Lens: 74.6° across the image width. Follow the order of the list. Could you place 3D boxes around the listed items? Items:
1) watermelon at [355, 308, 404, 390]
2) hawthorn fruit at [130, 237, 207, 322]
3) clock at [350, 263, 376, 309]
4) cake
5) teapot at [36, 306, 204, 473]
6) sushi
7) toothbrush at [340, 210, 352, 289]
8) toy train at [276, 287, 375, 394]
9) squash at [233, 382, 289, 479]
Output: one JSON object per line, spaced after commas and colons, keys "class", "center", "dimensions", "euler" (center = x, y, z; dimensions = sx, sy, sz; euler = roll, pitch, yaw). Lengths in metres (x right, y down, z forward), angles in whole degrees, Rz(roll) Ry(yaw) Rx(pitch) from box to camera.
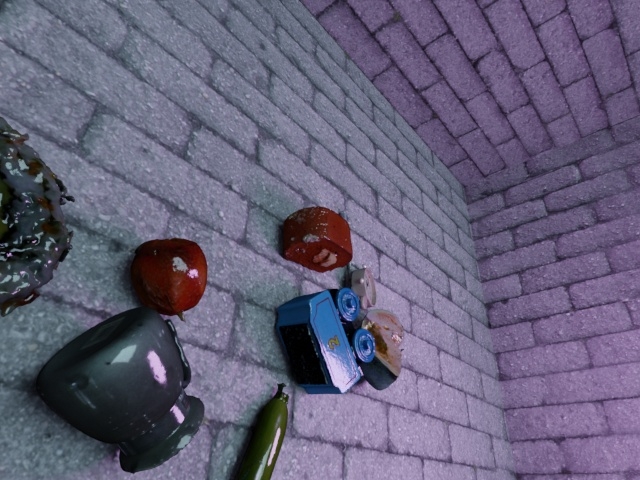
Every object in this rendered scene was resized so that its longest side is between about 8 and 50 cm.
{"class": "watermelon", "center": [0.178, 0.382, 1.481], "dimensions": [0.175, 0.188, 0.322], "euler": [34, 23, 2]}
{"class": "hawthorn fruit", "center": [-0.342, 0.078, 0.944], "dimensions": [0.174, 0.174, 0.178], "euler": [3, 113, -52]}
{"class": "clock", "center": [0.163, 0.182, 1.609], "dimensions": [0.229, 0.063, 0.155], "euler": [-72, 144, -56]}
{"class": "cake", "center": [0.000, 0.000, 1.424], "dimensions": [0.283, 0.177, 0.150], "euler": [29, 50, -44]}
{"class": "teapot", "center": [-0.357, 0.291, 0.818], "dimensions": [0.223, 0.305, 0.285], "euler": [-31, 107, -19]}
{"class": "sushi", "center": [-0.595, -0.050, 0.657], "dimensions": [0.418, 0.176, 0.417], "euler": [30, 49, -41]}
{"class": "toothbrush", "center": [0.107, 0.034, 1.679], "dimensions": [0.030, 0.025, 0.342], "euler": [55, 28, -62]}
{"class": "toy train", "center": [0.019, 0.303, 1.283], "dimensions": [0.265, 0.188, 0.300], "euler": [-23, 93, -51]}
{"class": "squash", "center": [-0.137, 0.503, 1.041], "dimensions": [0.087, 0.087, 0.331], "euler": [50, 37, -23]}
